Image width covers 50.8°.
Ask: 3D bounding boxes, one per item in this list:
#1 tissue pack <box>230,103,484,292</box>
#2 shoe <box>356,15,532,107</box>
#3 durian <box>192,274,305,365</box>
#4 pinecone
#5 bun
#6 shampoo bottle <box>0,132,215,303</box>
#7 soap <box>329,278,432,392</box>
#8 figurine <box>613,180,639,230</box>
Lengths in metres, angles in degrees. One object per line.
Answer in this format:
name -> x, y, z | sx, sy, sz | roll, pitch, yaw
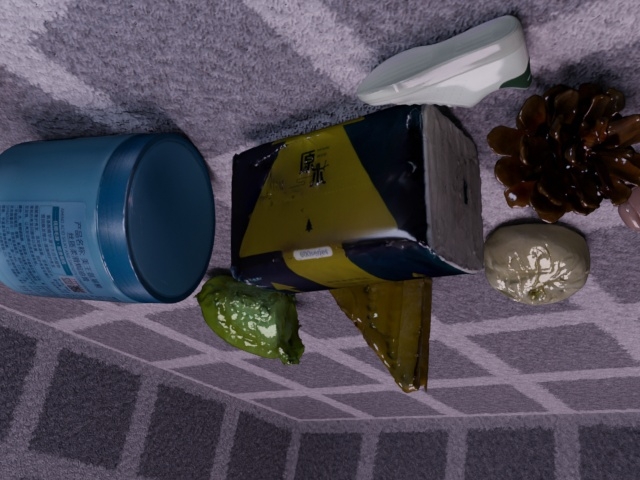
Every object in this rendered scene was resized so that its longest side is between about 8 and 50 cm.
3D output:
tissue pack -> 0.056, -0.055, 1.213 | 0.416, 0.264, 0.253 | -9, 162, 35
shoe -> 0.185, -0.233, 1.002 | 0.265, 0.095, 0.110 | -14, 131, 35
durian -> -0.195, 0.214, 1.955 | 0.339, 0.204, 0.256 | 16, 140, 7
pinecone -> 0.377, -0.136, 1.022 | 0.229, 0.201, 0.202 | -29, 103, 10
bun -> 0.469, 0.059, 1.468 | 0.229, 0.145, 0.229 | 9, 157, 4
shampoo bottle -> -0.436, -0.042, 1.341 | 0.342, 0.331, 0.331 | 0, 152, 19
soap -> 0.118, 0.226, 1.691 | 0.304, 0.339, 0.169 | -4, 150, 21
figurine -> 0.589, -0.075, 1.176 | 0.138, 0.125, 0.125 | 3, 153, 15
